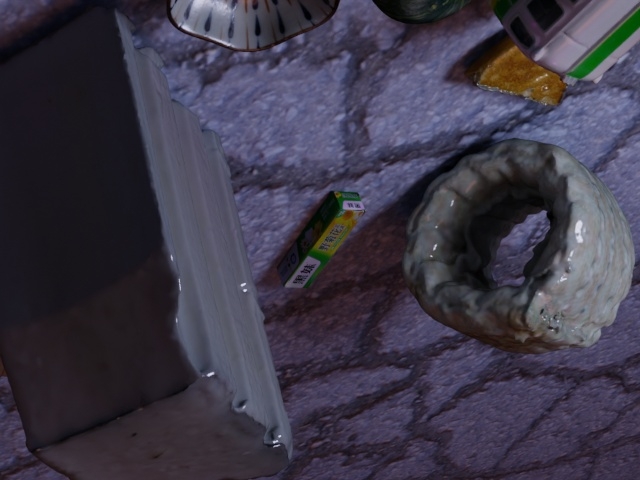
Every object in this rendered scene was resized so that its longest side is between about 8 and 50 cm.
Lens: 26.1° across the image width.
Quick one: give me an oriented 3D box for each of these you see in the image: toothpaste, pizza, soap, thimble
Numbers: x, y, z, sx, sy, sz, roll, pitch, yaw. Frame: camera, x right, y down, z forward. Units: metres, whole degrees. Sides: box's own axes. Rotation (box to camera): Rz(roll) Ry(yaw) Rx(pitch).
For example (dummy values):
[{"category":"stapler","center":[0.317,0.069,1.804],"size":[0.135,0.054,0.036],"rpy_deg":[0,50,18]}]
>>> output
[{"category":"toothpaste","center":[0.000,0.000,1.906],"size":[0.043,0.037,0.178],"rpy_deg":[1,141,-34]},{"category":"pizza","center":[0.288,-0.229,1.739],"size":[0.185,0.036,0.176],"rpy_deg":[-34,148,16]},{"category":"soap","center":[-0.204,0.033,1.464],"size":[0.213,0.435,0.350],"rpy_deg":[-20,152,7]},{"category":"thimble","center":[0.274,0.018,1.862],"size":[0.291,0.291,0.195],"rpy_deg":[-37,144,23]}]

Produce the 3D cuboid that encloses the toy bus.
[{"category":"toy bus","center":[0.325,-0.321,1.486],"size":[0.143,0.179,0.305],"rpy_deg":[13,134,-42]}]

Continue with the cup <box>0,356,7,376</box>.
[{"category":"cup","center":[-0.444,0.052,1.513],"size":[0.301,0.257,0.227],"rpy_deg":[15,135,-43]}]

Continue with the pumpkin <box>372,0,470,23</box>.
[{"category":"pumpkin","center":[0.116,-0.304,1.437],"size":[0.167,0.125,0.167],"rpy_deg":[-34,171,-6]}]

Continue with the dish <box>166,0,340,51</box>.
[{"category":"dish","center":[-0.068,-0.275,1.372],"size":[0.191,0.066,0.190],"rpy_deg":[-7,145,-5]}]
